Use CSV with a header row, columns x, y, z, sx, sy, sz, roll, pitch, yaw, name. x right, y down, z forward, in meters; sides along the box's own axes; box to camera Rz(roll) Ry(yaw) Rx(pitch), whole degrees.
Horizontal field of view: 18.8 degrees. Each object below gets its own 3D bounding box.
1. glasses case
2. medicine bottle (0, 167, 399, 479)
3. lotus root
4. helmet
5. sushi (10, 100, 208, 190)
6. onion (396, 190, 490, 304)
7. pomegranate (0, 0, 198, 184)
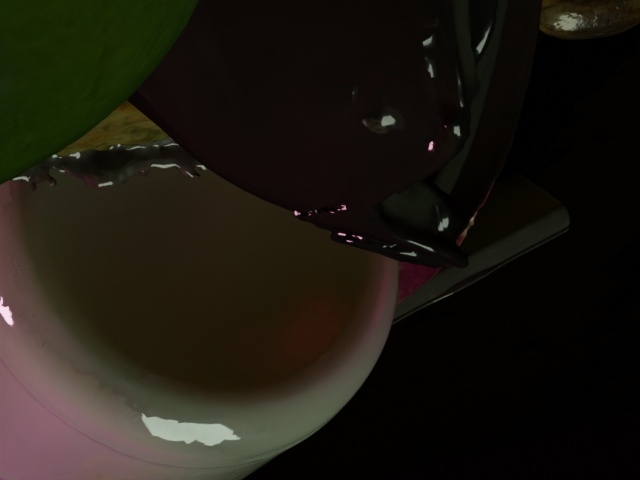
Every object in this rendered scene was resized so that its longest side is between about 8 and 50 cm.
x,y,z,sx,sy,sz,roll,pitch,yaw,name
0.096,0.013,1.496,0.191,0.042,0.072,-27,-150,-13,glasses case
-0.118,0.041,1.112,0.241,0.241,0.302,-8,163,-29,medicine bottle
0.168,-0.140,1.166,0.083,0.030,0.037,-11,164,-20,lotus root
-0.002,-0.116,0.736,0.177,0.225,0.305,11,166,7,helmet
-0.106,-0.096,0.877,0.241,0.107,0.161,-4,164,-23,sushi
0.000,0.000,1.363,0.247,0.111,0.250,-10,166,-29,onion
-0.133,-0.125,0.524,0.254,0.254,0.270,-31,-175,46,pomegranate
